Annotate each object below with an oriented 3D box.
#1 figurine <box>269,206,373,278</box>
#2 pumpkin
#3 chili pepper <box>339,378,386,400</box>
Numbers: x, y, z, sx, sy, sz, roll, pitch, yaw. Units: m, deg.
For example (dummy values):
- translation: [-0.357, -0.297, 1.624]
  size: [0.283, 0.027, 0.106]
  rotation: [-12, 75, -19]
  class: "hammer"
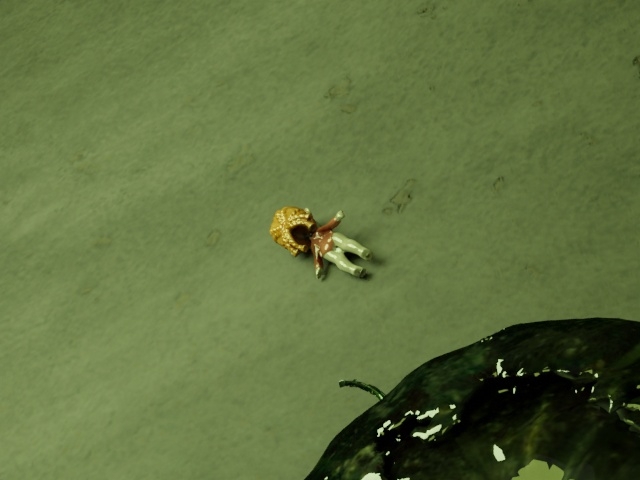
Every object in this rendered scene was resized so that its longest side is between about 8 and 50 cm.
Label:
- translation: [0.000, 0.000, 1.727]
  size: [0.109, 0.047, 0.064]
  rotation: [26, 96, 39]
  class: "figurine"
- translation: [0.157, 0.260, 1.177]
  size: [0.454, 0.344, 0.454]
  rotation: [-16, 53, 22]
  class: "pumpkin"
- translation: [0.082, 0.217, 1.469]
  size: [0.122, 0.065, 0.279]
  rotation: [-16, 51, 18]
  class: "chili pepper"
